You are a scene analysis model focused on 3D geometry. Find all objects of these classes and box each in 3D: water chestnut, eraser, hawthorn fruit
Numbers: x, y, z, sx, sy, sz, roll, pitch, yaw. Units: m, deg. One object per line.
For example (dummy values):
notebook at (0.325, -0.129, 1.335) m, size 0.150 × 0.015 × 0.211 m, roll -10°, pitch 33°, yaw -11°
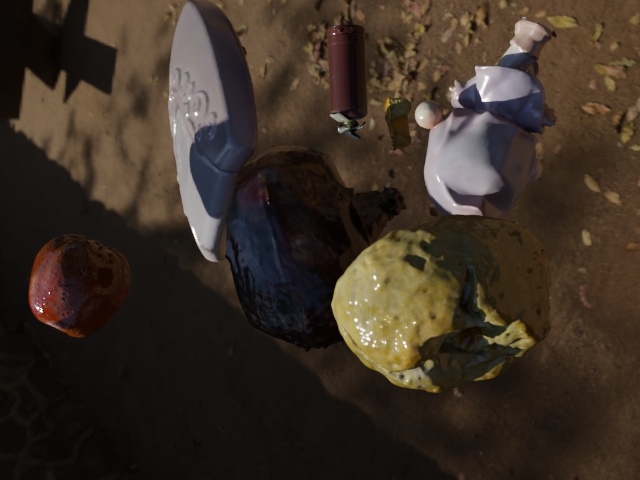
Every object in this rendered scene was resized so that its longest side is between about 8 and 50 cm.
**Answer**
water chestnut at (0.000, 0.000, 1.015) m, size 0.302 × 0.350 × 0.351 m, roll -20°, pitch 76°, yaw 2°
eraser at (-0.112, -0.126, 0.589) m, size 0.204 × 0.059 × 0.243 m, roll 118°, pitch 143°, yaw -59°
hawthorn fruit at (-0.438, 0.082, 1.139) m, size 0.189 × 0.189 × 0.189 m, roll 5°, pitch 97°, yaw 44°

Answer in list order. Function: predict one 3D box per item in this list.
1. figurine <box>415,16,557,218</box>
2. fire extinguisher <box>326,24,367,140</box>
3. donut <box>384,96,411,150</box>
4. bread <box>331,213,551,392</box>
figurine at (0.227, -0.146, 0.820) m, size 0.276 × 0.200 × 0.133 m, roll -67°, pitch 15°, yaw -4°
fire extinguisher at (0.069, -0.375, 1.511) m, size 0.104 × 0.104 × 0.269 m, roll 5°, pitch 99°, yaw 44°
donut at (0.132, -0.196, 1.041) m, size 0.067 × 0.037 × 0.083 m, roll 145°, pitch 112°, yaw -84°
bread at (0.135, 0.081, 0.683) m, size 0.244 × 0.244 × 0.134 m, roll -48°, pitch 40°, yaw 36°
